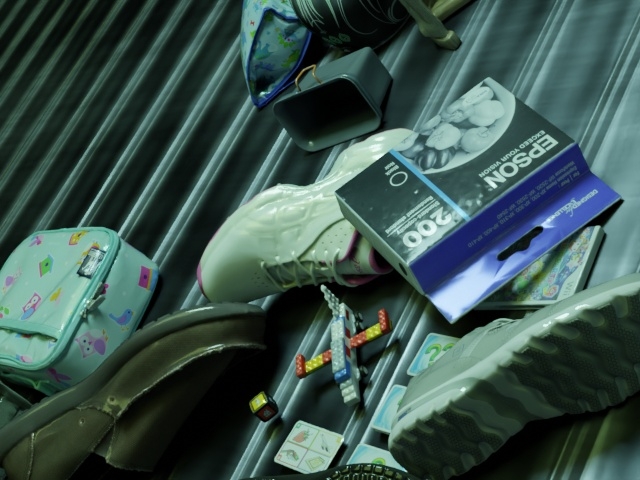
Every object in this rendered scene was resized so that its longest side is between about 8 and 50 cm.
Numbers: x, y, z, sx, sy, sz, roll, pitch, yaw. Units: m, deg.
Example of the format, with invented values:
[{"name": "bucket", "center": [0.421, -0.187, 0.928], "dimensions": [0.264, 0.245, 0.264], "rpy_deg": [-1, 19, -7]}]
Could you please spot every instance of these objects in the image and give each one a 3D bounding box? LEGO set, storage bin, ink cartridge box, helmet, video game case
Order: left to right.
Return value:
[{"name": "storage bin", "center": [0.018, -0.187, 1.609], "dimensions": [0.135, 0.098, 0.091], "rpy_deg": [-18, 32, 39]}, {"name": "LEGO set", "center": [0.024, 0.144, 1.259], "dimensions": [0.244, 0.060, 0.182], "rpy_deg": [10, 61, 51]}, {"name": "helmet", "center": [0.034, -0.344, 1.688], "dimensions": [0.169, 0.161, 0.169], "rpy_deg": [-31, 35, 25]}, {"name": "ink cartridge box", "center": [0.146, -0.045, 1.252], "dimensions": [0.206, 0.045, 0.208], "rpy_deg": [-37, 44, -7]}, {"name": "video game case", "center": [0.203, 0.027, 1.217], "dimensions": [0.122, 0.011, 0.087], "rpy_deg": [-4, 51, 48]}]

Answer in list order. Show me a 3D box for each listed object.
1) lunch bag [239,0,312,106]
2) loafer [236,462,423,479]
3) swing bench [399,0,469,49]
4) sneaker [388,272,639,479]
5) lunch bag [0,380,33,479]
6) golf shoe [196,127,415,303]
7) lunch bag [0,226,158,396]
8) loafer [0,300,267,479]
[{"name": "lunch bag", "center": [-0.071, -0.280, 1.814], "dimensions": [0.129, 0.096, 0.151], "rpy_deg": [-103, 32, -54]}, {"name": "loafer", "center": [0.016, 0.244, 1.141], "dimensions": [0.220, 0.078, 0.080], "rpy_deg": [-2, 63, 28]}, {"name": "swing bench", "center": [0.139, -0.415, 1.554], "dimensions": [0.255, 0.253, 0.165], "rpy_deg": [-44, 31, 5]}, {"name": "sneaker", "center": [0.173, 0.092, 1.092], "dimensions": [0.281, 0.105, 0.115], "rpy_deg": [-29, 30, 22]}, {"name": "lunch bag", "center": [-0.533, 0.228, 1.621], "dimensions": [0.169, 0.287, 0.235], "rpy_deg": [6, 59, 53]}, {"name": "golf shoe", "center": [0.000, 0.000, 1.387], "dimensions": [0.306, 0.115, 0.140], "rpy_deg": [-32, 43, 15]}, {"name": "lunch bag", "center": [-0.351, 0.095, 1.718], "dimensions": [0.279, 0.108, 0.224], "rpy_deg": [-1, 54, 50]}, {"name": "loafer", "center": [-0.196, 0.193, 1.439], "dimensions": [0.366, 0.134, 0.130], "rpy_deg": [-34, 70, 18]}]
